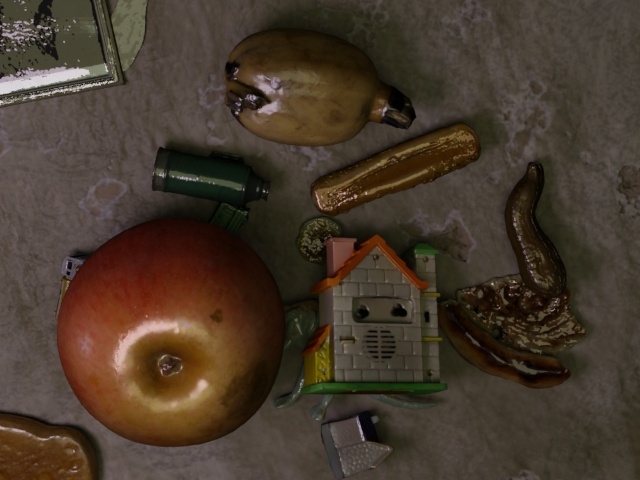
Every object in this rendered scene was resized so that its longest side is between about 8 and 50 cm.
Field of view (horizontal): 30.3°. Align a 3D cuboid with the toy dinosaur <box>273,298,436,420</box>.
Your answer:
[{"bbox_3d":[0.016,0.216,2.007,0.393,0.092,0.205,20,96,1],"label":"toy dinosaur"}]

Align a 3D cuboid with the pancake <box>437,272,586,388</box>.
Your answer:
[{"bbox_3d":[0.328,0.165,2.023,0.258,0.056,0.212,-12,101,0],"label":"pancake"}]

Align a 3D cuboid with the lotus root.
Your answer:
[{"bbox_3d":[0.002,-0.233,1.854,0.310,0.183,0.182,8,103,-7],"label":"lotus root"}]

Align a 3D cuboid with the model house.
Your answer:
[{"bbox_3d":[0.063,0.350,2.048,0.100,0.088,0.100,-16,82,-15],"label":"model house"}]

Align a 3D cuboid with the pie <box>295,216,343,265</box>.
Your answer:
[{"bbox_3d":[0.000,0.000,1.986,0.085,0.020,0.084,-1,104,-3],"label":"pie"}]

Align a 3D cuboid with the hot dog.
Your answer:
[{"bbox_3d":[0.123,-0.114,1.942,0.289,0.068,0.083,-21,81,6],"label":"hot dog"}]

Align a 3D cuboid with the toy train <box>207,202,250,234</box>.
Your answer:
[{"bbox_3d":[-0.157,-0.026,1.964,0.056,0.038,0.093,31,101,-3],"label":"toy train"}]

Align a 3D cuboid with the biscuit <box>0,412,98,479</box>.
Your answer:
[{"bbox_3d":[-0.559,0.436,2.046,0.344,0.057,0.287,5,103,-5],"label":"biscuit"}]

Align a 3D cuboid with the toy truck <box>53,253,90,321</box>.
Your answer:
[{"bbox_3d":[-0.406,0.082,1.966,0.063,0.052,0.123,19,105,29],"label":"toy truck"}]

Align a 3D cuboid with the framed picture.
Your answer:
[{"bbox_3d":[-0.478,-0.332,1.877,0.293,0.018,0.231,-11,104,1],"label":"framed picture"}]

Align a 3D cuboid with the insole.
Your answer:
[{"bbox_3d":[-0.307,-0.358,1.889,0.065,0.006,0.193,15,102,-6],"label":"insole"}]

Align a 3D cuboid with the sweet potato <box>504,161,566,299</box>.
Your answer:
[{"bbox_3d":[0.352,-0.012,1.970,0.081,0.062,0.233,-12,88,0],"label":"sweet potato"}]

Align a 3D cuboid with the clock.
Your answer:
[{"bbox_3d":[0.084,0.124,1.935,0.220,0.106,0.255,3,77,-19],"label":"clock"}]

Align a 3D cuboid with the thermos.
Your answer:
[{"bbox_3d":[-0.175,-0.100,1.922,0.188,0.083,0.073,12,110,-1],"label":"thermos"}]

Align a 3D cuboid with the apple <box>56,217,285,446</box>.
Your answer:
[{"bbox_3d":[-0.228,0.152,1.839,0.364,0.364,0.363,-1,104,-3],"label":"apple"}]
